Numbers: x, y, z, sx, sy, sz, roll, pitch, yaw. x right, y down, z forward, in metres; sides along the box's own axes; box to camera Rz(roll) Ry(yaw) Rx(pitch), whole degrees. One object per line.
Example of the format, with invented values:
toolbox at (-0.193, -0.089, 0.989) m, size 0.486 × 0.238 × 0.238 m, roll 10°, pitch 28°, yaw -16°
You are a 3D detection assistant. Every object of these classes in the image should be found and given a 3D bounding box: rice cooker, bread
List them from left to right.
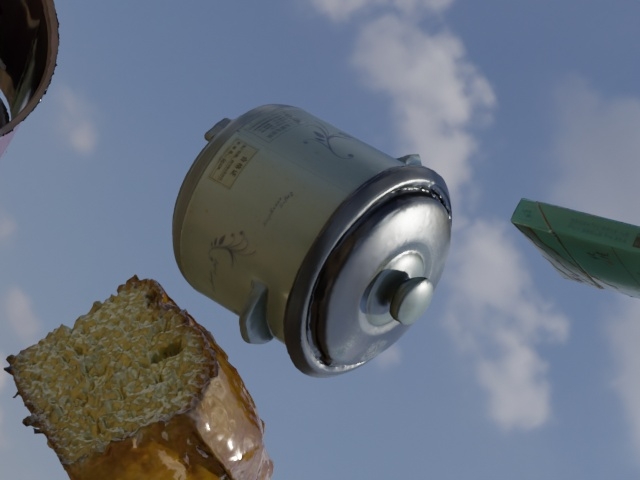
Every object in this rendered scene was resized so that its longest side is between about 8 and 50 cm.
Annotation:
bread at (-0.157, 0.179, 1.609) m, size 0.179 × 0.194 × 0.340 m, roll 64°, pitch -11°, yaw -24°
rice cooker at (0.000, 0.000, 1.912) m, size 0.316 × 0.317 × 0.264 m, roll 49°, pitch -25°, yaw 39°

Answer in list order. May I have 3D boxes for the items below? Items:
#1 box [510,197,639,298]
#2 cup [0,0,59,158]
box at (0.359, 0.023, 2.063) m, size 0.229 × 0.041 × 0.162 m, roll 16°, pitch -17°, yaw 39°
cup at (-0.323, -0.131, 1.444) m, size 0.203 × 0.203 × 0.288 m, roll 61°, pitch -14°, yaw 4°
